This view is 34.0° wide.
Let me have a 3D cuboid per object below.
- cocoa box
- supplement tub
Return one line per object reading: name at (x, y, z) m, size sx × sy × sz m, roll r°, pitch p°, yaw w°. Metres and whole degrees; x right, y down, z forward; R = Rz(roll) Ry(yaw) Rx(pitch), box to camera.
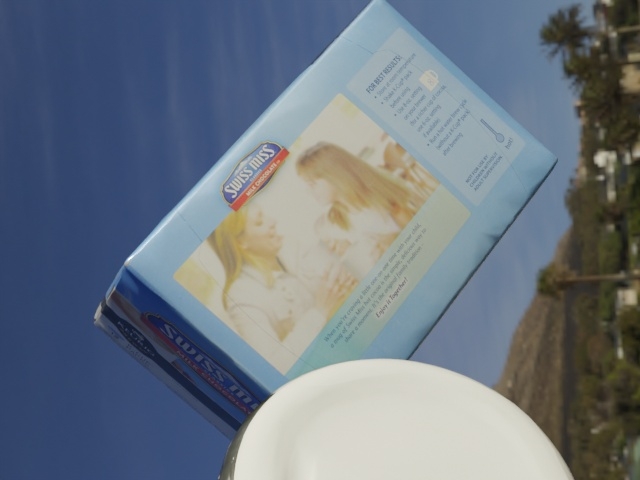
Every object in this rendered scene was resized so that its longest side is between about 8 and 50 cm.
cocoa box at (0.000, 0.000, 0.954) m, size 0.231 × 0.228 × 0.347 m, roll 42°, pitch -113°, yaw -4°
supplement tub at (0.021, 0.236, 0.609) m, size 0.194 × 0.193 × 0.316 m, roll -69°, pitch -7°, yaw -47°
